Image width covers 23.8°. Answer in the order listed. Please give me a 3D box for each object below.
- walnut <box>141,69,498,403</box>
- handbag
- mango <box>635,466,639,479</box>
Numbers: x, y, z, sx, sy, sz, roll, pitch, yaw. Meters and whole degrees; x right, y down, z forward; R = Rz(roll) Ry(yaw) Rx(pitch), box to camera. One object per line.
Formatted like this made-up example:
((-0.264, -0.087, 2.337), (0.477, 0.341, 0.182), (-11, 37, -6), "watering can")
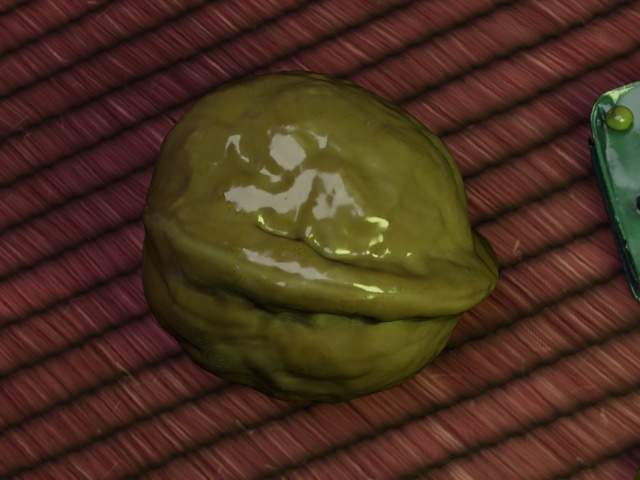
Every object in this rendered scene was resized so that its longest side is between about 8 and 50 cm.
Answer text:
((-0.014, 0.003, 1.659), (0.384, 0.383, 0.383), (-6, 70, 16), "walnut")
((0.442, -0.074, 1.652), (0.274, 0.100, 0.268), (-17, 66, 12), "handbag")
((0.375, 0.289, 1.562), (0.091, 0.074, 0.165), (-11, 81, 8), "mango")
